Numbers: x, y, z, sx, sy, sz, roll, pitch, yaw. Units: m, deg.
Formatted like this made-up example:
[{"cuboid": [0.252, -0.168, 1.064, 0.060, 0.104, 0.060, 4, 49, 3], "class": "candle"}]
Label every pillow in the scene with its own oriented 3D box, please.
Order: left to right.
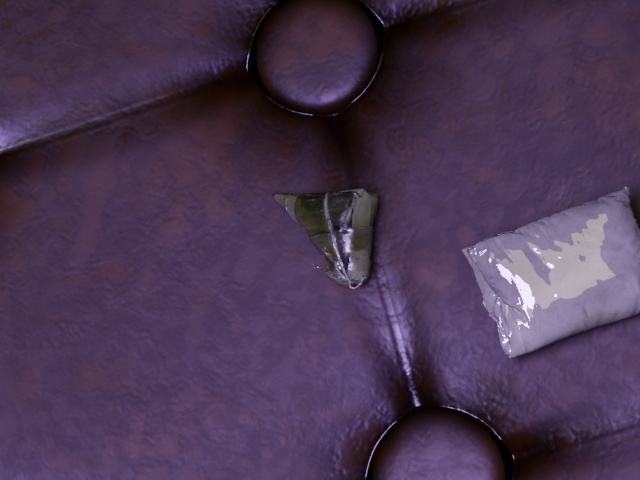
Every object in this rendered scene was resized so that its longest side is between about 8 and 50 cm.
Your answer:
[{"cuboid": [0.252, 0.032, 1.851, 0.181, 0.078, 0.134, -21, 75, 2], "class": "pillow"}]

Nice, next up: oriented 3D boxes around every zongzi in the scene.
[{"cuboid": [0.000, 0.000, 1.927, 0.119, 0.055, 0.109, -2, 76, 23], "class": "zongzi"}]
